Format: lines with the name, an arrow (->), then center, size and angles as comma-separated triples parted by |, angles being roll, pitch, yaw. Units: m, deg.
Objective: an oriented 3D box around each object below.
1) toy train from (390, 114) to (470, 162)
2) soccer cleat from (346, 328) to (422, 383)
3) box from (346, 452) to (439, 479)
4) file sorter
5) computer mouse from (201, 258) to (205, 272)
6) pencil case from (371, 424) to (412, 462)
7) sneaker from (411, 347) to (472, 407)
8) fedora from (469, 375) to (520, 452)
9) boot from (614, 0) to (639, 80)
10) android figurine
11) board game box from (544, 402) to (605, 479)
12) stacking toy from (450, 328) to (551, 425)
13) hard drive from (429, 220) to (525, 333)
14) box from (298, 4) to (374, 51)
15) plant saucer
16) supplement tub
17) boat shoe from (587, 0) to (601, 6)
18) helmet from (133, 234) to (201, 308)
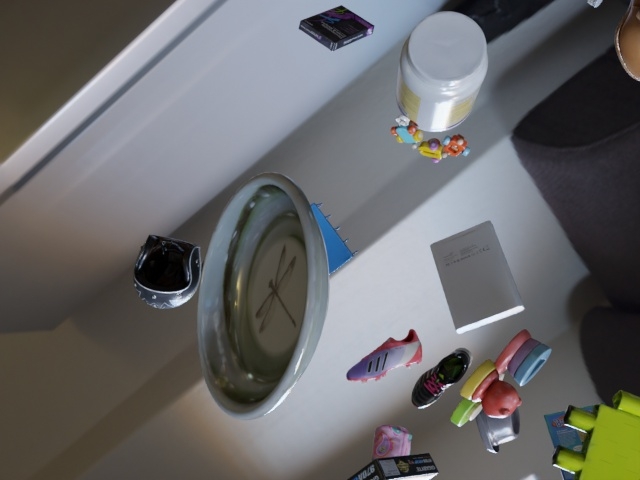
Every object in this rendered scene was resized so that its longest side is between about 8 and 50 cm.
toy train -> 0.234, -0.224, 1.464 | 0.166, 0.046, 0.125 | 28, 161, -1
soccer cleat -> 0.164, 0.303, 1.802 | 0.083, 0.248, 0.095 | -9, 93, 58
box -> 0.117, 0.531, 1.479 | 0.175, 0.220, 0.051 | 12, -137, -42
file sorter -> 0.000, 0.000, 1.802 | 0.170, 0.118, 0.104 | 54, -164, 2
computer mouse -> -0.242, 0.153, 1.616 | 0.071, 0.041, 0.242 | 12, 117, 58
pencil case -> 0.204, 0.692, 2.029 | 0.124, 0.124, 0.284 | 43, -135, -40
sneaker -> 0.261, 0.298, 1.501 | 0.063, 0.170, 0.075 | 48, -176, 15
fedora -> 0.604, 0.580, 2.358 | 0.244, 0.124, 0.275 | 61, -159, -27
boot -> 0.707, -0.431, 1.427 | 0.220, 0.109, 0.283 | -96, -5, -56
android figurine -> 0.599, 0.426, 1.339 | 0.272, 0.248, 0.056 | 21, 167, 11
board game box -> 0.668, 0.515, 1.734 | 0.210, 0.160, 0.047 | -86, -23, -56
stacking toy -> 0.500, 0.409, 1.877 | 0.130, 0.309, 0.279 | 40, 140, 27
hard drive -> 0.459, 0.105, 2.055 | 0.040, 0.203, 0.308 | 46, -154, -50
box -> 0.041, -0.529, 1.717 | 0.116, 0.162, 0.029 | 38, 140, 20
plant saucer -> -0.082, 0.092, 1.145 | 0.100, 0.400, 0.400 | 10, -148, -31
supplement tub -> 0.339, -0.470, 1.955 | 0.241, 0.241, 0.331 | 53, 175, 11
boat shoe -> 0.758, -0.677, 1.862 | 0.035, 0.100, 0.035 | 39, -175, 28
helmet -> -0.358, 0.078, 1.617 | 0.169, 0.162, 0.169 | 14, 180, 0
